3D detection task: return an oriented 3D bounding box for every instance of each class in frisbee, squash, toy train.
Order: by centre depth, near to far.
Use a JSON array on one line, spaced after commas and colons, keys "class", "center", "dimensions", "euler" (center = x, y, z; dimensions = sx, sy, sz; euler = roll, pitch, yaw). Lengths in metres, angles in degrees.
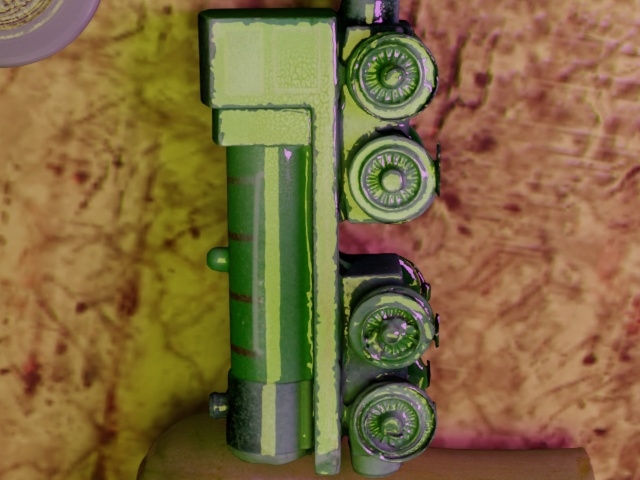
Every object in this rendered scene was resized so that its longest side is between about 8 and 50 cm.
[{"class": "frisbee", "center": [-0.158, -0.135, 0.772], "dimensions": [0.110, 0.014, 0.110], "euler": [-2, 114, -3]}, {"class": "toy train", "center": [0.000, 0.000, 0.794], "dimensions": [0.119, 0.085, 0.251], "euler": [0, 103, -1]}, {"class": "squash", "center": [0.024, 0.141, 0.877], "dimensions": [0.250, 0.083, 0.083], "euler": [6, 114, -9]}]
